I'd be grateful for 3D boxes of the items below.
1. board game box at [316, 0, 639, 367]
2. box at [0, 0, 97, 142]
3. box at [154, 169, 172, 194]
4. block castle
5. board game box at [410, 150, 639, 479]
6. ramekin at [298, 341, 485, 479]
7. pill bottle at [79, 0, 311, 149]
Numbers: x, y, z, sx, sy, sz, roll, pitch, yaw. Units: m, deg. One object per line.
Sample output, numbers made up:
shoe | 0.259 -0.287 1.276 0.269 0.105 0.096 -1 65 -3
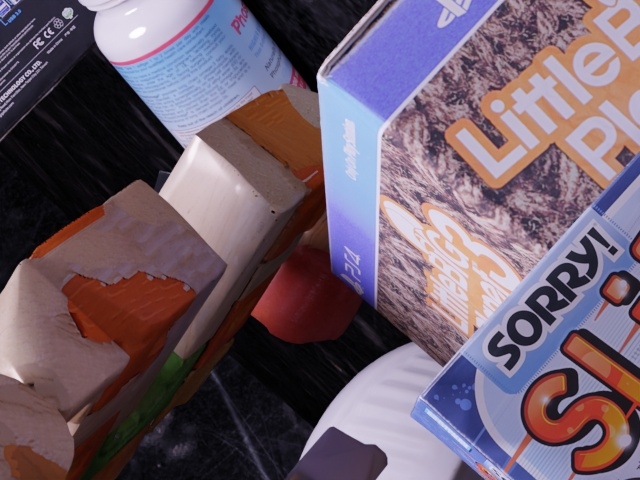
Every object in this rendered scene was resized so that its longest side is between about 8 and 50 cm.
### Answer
board game box | 0.153 0.023 0.584 0.291 0.141 0.232 41 169 12
box | -0.293 -0.174 1.027 0.293 0.295 0.073 44 167 -11
box | 0.000 0.000 1.087 0.191 0.045 0.184 15 177 -22
block castle | -0.002 0.129 0.753 0.303 0.453 0.213 40 125 6
board game box | 0.141 0.016 0.442 0.136 0.201 0.035 41 169 9
ramekin | 0.122 0.192 1.055 0.273 0.273 0.127 47 157 -19
pill bottle | -0.082 -0.120 1.022 0.160 0.087 0.087 50 167 -32
